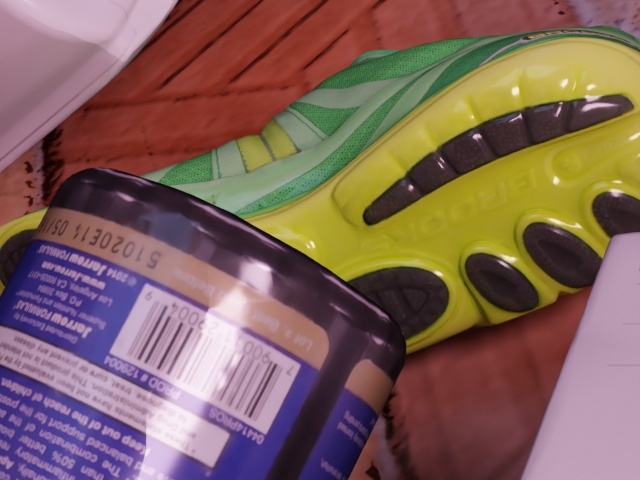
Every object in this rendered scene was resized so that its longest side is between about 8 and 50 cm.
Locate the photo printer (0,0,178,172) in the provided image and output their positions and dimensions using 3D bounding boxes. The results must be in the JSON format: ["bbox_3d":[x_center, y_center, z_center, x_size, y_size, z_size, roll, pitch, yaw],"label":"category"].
[{"bbox_3d":[-0.132,-0.134,0.868,0.307,0.107,0.256,-30,29,54],"label":"photo printer"}]

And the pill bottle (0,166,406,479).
[{"bbox_3d":[-0.072,0.099,0.600,0.123,0.123,0.219,17,75,44],"label":"pill bottle"}]

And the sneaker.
[{"bbox_3d":[0.000,0.000,0.732,0.295,0.109,0.123,-17,13,22],"label":"sneaker"}]

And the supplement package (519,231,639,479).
[{"bbox_3d":[0.120,0.159,0.385,0.177,0.175,0.293,-1,46,32],"label":"supplement package"}]
